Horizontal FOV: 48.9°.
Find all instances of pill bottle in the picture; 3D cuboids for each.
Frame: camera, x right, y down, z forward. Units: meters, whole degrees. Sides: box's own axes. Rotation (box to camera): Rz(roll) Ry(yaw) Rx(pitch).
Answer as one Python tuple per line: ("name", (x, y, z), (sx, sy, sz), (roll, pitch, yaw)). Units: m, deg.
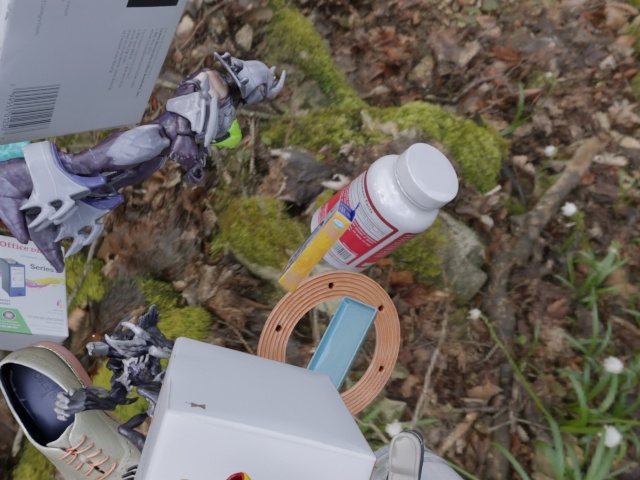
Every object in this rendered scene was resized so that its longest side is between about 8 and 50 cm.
("pill bottle", (0.171, -0.088, 1.923), (0.229, 0.408, 0.229), (19, 54, -29))

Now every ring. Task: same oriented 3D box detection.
("ring", (0.020, 0.223, 1.468), (0.337, 0.032, 0.336), (-7, 105, -27))

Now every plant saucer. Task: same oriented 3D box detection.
("plant saucer", (0.017, 0.173, 0.988), (0.018, 0.067, 0.192), (36, 77, -45))

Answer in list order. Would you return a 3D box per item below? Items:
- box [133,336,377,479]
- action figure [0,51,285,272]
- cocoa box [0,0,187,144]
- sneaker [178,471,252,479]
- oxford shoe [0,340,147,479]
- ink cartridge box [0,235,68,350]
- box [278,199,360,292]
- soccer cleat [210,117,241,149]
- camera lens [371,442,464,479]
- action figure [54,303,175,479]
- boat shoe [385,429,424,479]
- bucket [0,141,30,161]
("box", (-0.100, 0.292, 0.628), (0.168, 0.215, 0.345), (16, 94, -11))
("action figure", (-0.154, -0.088, 0.659), (0.285, 0.185, 0.099), (-32, 85, -8))
("cocoa box", (-0.314, -0.321, 0.831), (0.231, 0.347, 0.228), (-20, 66, -44))
("sneaker", (-0.033, 0.185, 0.449), (0.175, 0.064, 0.067), (34, 46, -46))
("oxford shoe", (-0.362, 0.330, 1.086), (0.140, 0.146, 0.397), (-44, 88, -3))
("ink cartridge box", (-0.601, 0.108, 1.413), (0.154, 0.093, 0.212), (16, 48, -41))
("box", (0.000, 0.000, 0.910), (0.028, 0.081, 0.136), (37, 103, -5))
("soccer cleat", (-0.255, -0.225, 1.465), (0.179, 0.060, 0.072), (-4, 121, -1))
("camera lens", (0.199, 0.534, 1.331), (0.220, 0.274, 0.219), (-5, 104, -19))
("action figure", (-0.255, 0.183, 0.934), (0.141, 0.276, 0.164), (23, 102, -42))
("boat shoe", (0.143, 0.424, 1.208), (0.075, 0.065, 0.206), (11, 95, 25))
("bucket", (-0.600, -0.156, 1.162), (0.183, 0.281, 0.281), (-8, 85, -34))
